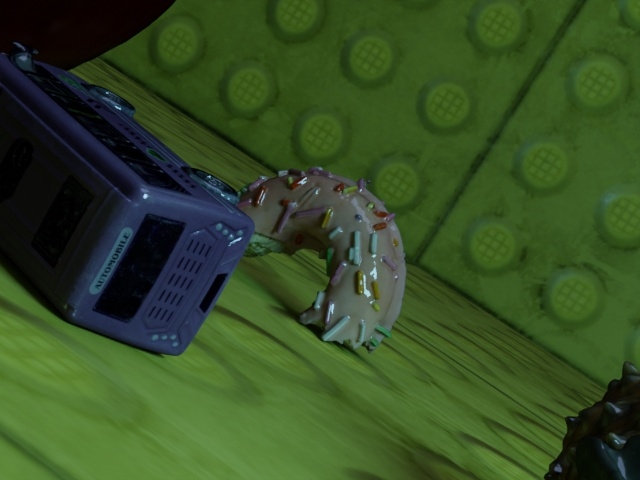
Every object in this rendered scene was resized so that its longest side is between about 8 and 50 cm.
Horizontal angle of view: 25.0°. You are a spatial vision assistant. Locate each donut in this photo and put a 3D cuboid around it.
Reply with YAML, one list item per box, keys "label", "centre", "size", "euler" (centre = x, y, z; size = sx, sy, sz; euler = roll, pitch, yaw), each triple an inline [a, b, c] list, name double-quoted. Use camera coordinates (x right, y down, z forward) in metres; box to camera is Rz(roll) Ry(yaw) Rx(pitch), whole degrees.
- label: "donut"
  centre: [0.000, 0.000, 1.074]
  size: [0.166, 0.117, 0.065]
  euler: [33, 0, 20]

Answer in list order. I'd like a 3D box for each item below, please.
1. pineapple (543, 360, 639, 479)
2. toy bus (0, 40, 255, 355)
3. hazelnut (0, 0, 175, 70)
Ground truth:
- label: "pineapple"
  centre: [0.163, 0.144, 0.589]
  size: [0.170, 0.141, 0.310]
  euler: [57, 13, 1]
- label: "toy bus"
  centre: [-0.119, -0.026, 0.707]
  size: [0.098, 0.086, 0.178]
  euler: [18, 15, -47]
- label: "hazelnut"
  centre: [-0.258, -0.284, 0.898]
  size: [0.429, 0.402, 0.402]
  euler: [46, -2, -27]
